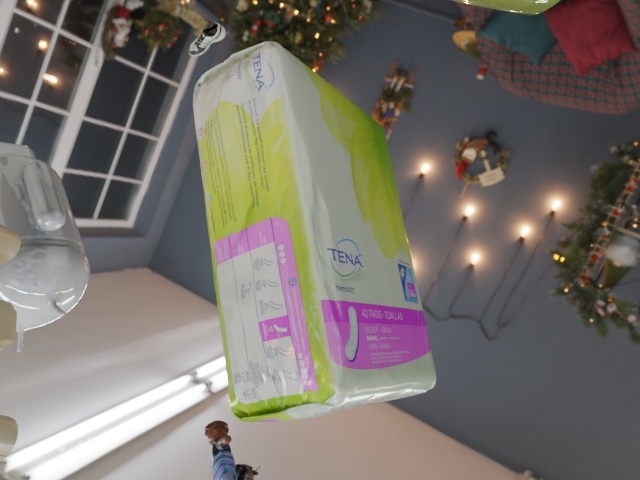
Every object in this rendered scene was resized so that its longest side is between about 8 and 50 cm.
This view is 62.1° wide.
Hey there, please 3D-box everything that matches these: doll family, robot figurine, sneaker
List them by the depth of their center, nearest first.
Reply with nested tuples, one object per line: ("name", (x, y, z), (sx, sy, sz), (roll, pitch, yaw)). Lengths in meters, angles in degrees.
("doll family", (-0.095, 0.268, 0.537), (0.076, 0.193, 0.111), (13, -153, -21))
("robot figurine", (-0.514, 0.000, 0.889), (0.200, 0.300, 0.353), (-3, -121, -50))
("sneaker", (-0.221, -0.383, 1.007), (0.032, 0.083, 0.037), (55, -173, 9))

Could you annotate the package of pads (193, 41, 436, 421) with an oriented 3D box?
("package of pads", (0.000, 0.000, 0.482), (0.101, 0.296, 0.229), (-19, 162, 27))

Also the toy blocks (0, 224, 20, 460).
("toy blocks", (-0.468, 0.069, 0.462), (0.260, 0.289, 0.309), (51, -160, -57))

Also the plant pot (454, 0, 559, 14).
("plant pot", (0.119, -0.344, 0.479), (0.294, 0.274, 0.275), (25, -172, -13))
